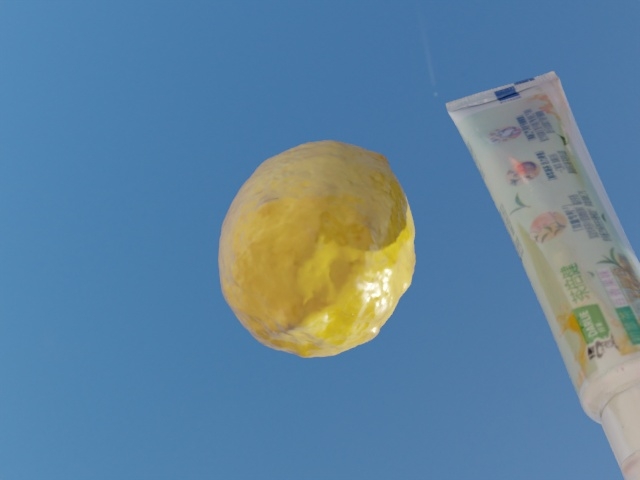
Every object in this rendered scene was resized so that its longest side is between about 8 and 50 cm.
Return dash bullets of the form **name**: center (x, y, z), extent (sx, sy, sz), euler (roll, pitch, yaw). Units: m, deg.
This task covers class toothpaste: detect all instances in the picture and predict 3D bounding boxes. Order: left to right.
- **toothpaste**: center (0.135, -0.005, 0.424), extent (0.314, 0.058, 0.056), euler (-94, -151, -48)

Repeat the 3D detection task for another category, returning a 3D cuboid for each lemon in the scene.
- **lemon**: center (0.000, 0.000, 0.445), extent (0.114, 0.155, 0.114), euler (6, -52, 7)
